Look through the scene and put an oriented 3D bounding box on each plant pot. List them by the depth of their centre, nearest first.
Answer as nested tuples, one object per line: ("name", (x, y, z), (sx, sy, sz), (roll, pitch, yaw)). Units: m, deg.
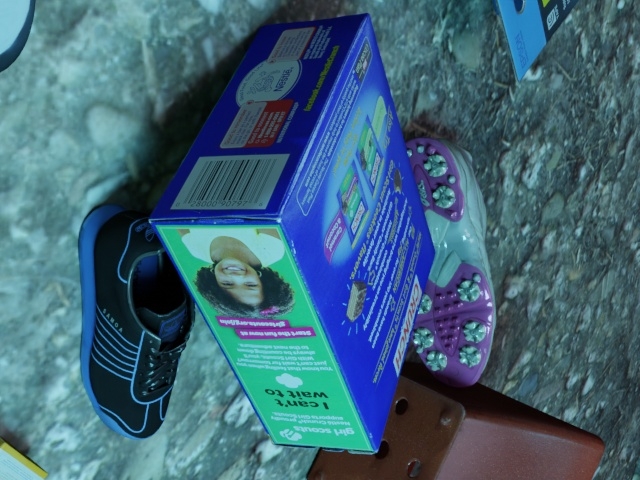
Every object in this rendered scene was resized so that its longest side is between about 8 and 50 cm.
("plant pot", (0.147, 0.293, 1.081), (0.236, 0.267, 0.267), (33, 81, -39))

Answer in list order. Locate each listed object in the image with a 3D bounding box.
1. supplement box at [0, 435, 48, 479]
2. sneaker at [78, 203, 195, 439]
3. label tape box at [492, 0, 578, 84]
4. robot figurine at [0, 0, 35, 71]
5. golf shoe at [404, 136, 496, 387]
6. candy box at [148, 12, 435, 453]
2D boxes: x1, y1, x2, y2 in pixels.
("supplement box", (-0.279, 0.209, 0.688), (0.098, 0.036, 0.062), (-51, 139, -21))
("sneaker", (-0.153, 0.086, 0.738), (0.081, 0.090, 0.232), (-27, 126, -41))
("label tape box", (0.247, -0.386, 0.986), (0.334, 0.106, 0.240), (-51, 138, -20))
("robot figurine", (-0.265, -0.146, 0.435), (0.278, 0.209, 0.173), (-31, 166, -39))
("golf shoe", (0.167, 0.022, 1.039), (0.140, 0.115, 0.306), (-21, 105, -58))
("candy box", (0.000, 0.000, 0.796), (0.317, 0.122, 0.268), (68, 32, -41))
